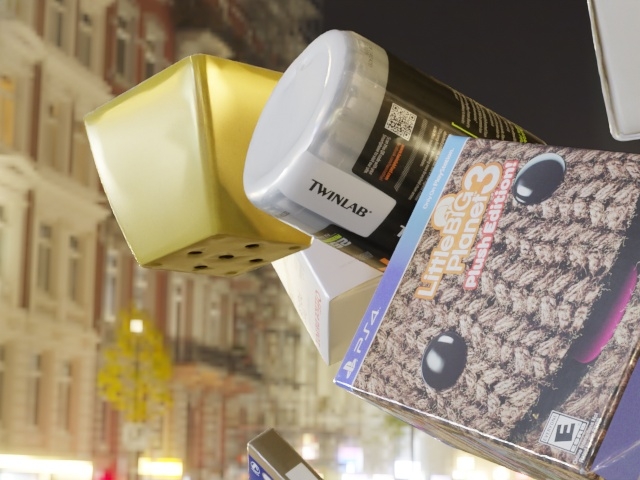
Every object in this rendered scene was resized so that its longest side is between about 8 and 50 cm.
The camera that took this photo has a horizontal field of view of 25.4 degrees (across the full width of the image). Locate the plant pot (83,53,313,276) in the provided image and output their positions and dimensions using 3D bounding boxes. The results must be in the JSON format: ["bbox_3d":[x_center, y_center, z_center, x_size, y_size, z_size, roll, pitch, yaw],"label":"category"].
[{"bbox_3d":[-0.115,-0.069,1.593,0.212,0.187,0.212,7,-21,-44],"label":"plant pot"}]

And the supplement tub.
[{"bbox_3d":[0.100,-0.055,1.391,0.316,0.193,0.193,27,-20,-20],"label":"supplement tub"}]

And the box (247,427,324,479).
[{"bbox_3d":[-0.015,0.294,1.398,0.036,0.136,0.225,-35,-31,-24],"label":"box"}]

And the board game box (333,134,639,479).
[{"bbox_3d":[0.185,0.060,1.070,0.141,0.232,0.291,31,-11,-33],"label":"board game box"}]

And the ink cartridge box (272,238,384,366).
[{"bbox_3d":[0.000,0.000,1.956,0.117,0.283,0.207,-23,-28,-13],"label":"ink cartridge box"}]

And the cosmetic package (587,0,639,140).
[{"bbox_3d":[0.282,-0.169,0.960,0.153,0.129,0.296,-9,13,22],"label":"cosmetic package"}]
